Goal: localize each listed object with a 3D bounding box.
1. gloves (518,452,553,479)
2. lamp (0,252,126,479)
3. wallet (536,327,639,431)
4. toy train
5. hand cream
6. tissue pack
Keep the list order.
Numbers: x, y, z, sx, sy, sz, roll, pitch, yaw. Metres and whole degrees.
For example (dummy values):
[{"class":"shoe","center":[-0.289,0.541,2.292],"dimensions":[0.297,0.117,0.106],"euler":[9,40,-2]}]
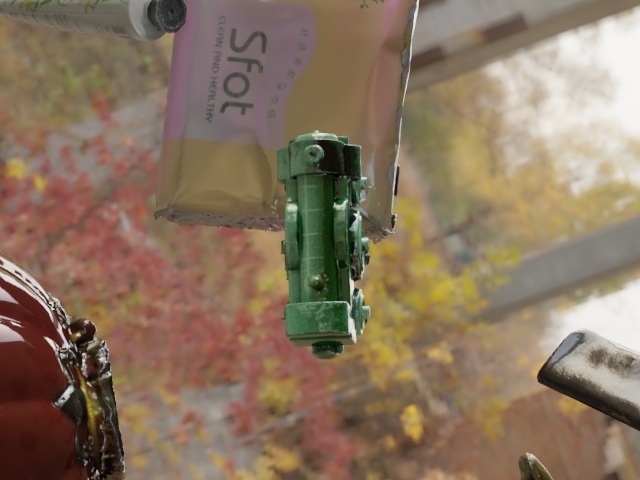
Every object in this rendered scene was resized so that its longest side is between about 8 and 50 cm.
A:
[{"class":"gloves","center":[0.237,0.341,1.699],"dimensions":[0.331,0.154,0.141],"euler":[39,16,-31]},{"class":"lamp","center":[-0.282,0.148,1.255],"dimensions":[0.303,0.257,0.303],"euler":[170,-90,-81]},{"class":"wallet","center":[0.295,0.140,1.634],"dimensions":[0.157,0.082,0.018],"euler":[24,-33,36]},{"class":"toy train","center":[0.000,0.000,1.273],"dimensions":[0.104,0.071,0.178],"euler":[58,30,-76]},{"class":"hand cream","center":[-0.175,-0.172,1.231],"dimensions":[0.067,0.195,0.042],"euler":[0,97,-48]},{"class":"tissue pack","center":[-0.026,-0.132,1.451],"dimensions":[0.123,0.215,0.256],"euler":[80,16,-81]}]
